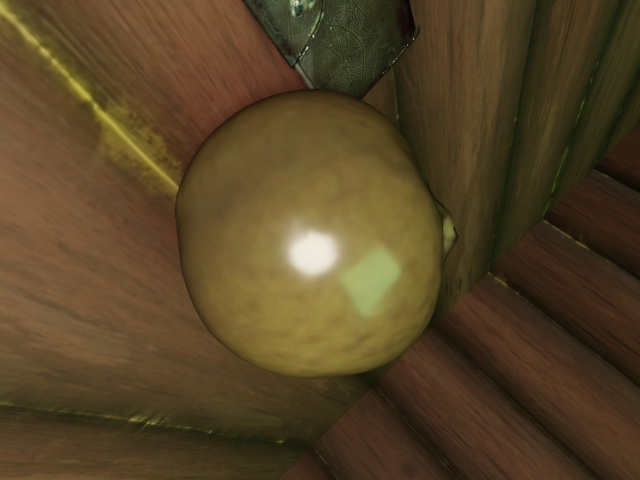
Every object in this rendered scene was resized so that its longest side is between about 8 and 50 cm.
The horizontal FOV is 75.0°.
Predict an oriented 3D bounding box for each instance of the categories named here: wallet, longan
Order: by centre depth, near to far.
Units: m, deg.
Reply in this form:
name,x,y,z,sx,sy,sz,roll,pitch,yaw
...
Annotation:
name,x,y,z,sx,sy,sz,roll,pitch,yaw
wallet,0.003,-0.268,0.405,0.172,0.045,0.318,-48,148,0
longan,0.000,0.000,0.464,0.318,0.319,0.319,-31,146,-24
